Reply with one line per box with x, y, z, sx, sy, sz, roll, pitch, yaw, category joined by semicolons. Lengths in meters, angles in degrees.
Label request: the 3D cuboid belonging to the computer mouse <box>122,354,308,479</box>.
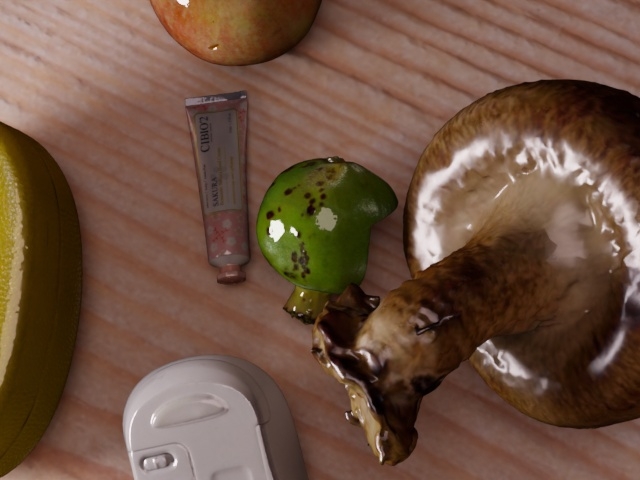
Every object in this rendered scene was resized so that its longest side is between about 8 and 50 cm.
-0.095;0.257;1.562;0.184;0.121;0.296;-18;90;9;computer mouse

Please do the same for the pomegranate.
-0.008;-0.006;1.601;0.169;0.122;0.143;-58;40;5;pomegranate

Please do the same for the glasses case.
-0.337;0.062;1.617;0.173;0.141;0.371;0;77;21;glasses case

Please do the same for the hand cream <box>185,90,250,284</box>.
-0.100;-0.057;1.671;0.067;0.043;0.209;-8;72;4;hand cream

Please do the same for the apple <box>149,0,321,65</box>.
-0.089;-0.276;1.647;0.188;0.174;0.188;-1;80;5;apple

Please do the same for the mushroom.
0.186;0.007;1.488;0.334;0.356;0.331;-52;41;33;mushroom
